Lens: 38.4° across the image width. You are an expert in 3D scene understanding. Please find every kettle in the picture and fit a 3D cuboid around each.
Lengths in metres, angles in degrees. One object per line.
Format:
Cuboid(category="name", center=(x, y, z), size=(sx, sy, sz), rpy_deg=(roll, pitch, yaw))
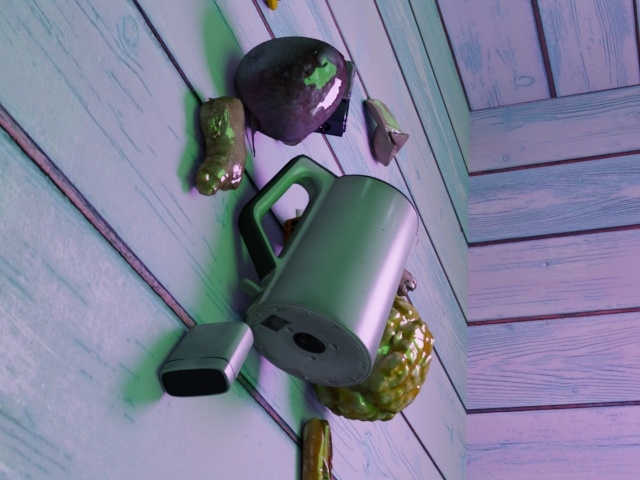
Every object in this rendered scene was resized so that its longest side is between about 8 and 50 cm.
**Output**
Cuboid(category="kettle", center=(-0.004, 0.038, 1.810), size=(0.361, 0.250, 0.377), rpy_deg=(33, 53, -9))

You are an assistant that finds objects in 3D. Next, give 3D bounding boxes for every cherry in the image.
Cuboid(category="cherry", center=(-0.065, -0.303, 1.843), size=(0.183, 0.266, 0.213), rpy_deg=(52, -3, 36))

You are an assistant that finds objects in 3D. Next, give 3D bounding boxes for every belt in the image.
Cuboid(category="belt", center=(0.013, -0.346, 2.191), size=(0.140, 0.126, 0.230), rpy_deg=(98, 3, -47))

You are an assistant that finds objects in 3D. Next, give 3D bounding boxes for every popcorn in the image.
Cuboid(category="popcorn", center=(0.113, 0.243, 2.066), size=(0.274, 0.279, 0.335), rpy_deg=(38, 58, -38))

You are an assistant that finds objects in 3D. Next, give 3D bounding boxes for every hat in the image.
Cuboid(category="hat", center=(0.171, -0.323, 2.748), size=(0.173, 0.144, 0.166), rpy_deg=(39, 23, 7))

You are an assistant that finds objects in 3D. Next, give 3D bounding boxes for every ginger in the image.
Cuboid(category="ginger", center=(-0.174, -0.158, 1.665), size=(0.137, 0.074, 0.213), rpy_deg=(39, 43, -51))

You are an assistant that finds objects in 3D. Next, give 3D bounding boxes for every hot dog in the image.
Cuboid(category="hot dog", center=(-0.004, 0.494, 1.948), size=(0.092, 0.062, 0.236), rpy_deg=(42, 46, -67))

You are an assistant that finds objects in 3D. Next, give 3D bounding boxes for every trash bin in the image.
Cuboid(category="trash bin", center=(-0.179, 0.188, 1.466), size=(0.130, 0.116, 0.059), rpy_deg=(-63, 143, -59))

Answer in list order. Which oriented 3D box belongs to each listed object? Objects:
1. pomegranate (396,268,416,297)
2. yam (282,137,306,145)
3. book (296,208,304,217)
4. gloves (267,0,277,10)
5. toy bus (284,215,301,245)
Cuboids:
Cuboid(category="pomegranate", center=(0.135, 0.036, 2.214), size=(0.248, 0.202, 0.202), rpy_deg=(50, 18, 8))
Cuboid(category="yam", center=(-0.054, -0.265, 2.042), size=(0.127, 0.084, 0.084), rpy_deg=(-59, 139, -53))
Cuboid(category="book", center=(-0.015, 0.001, 2.154), size=(0.181, 0.014, 0.127), rpy_deg=(22, 63, -68))
Cuboid(category="gloves", center=(-0.118, -0.602, 1.973), size=(0.133, 0.116, 0.294), rpy_deg=(-65, 165, -6))
Cuboid(category="toy bus", center=(0.000, 0.000, 2.050), size=(0.194, 0.088, 0.083), rpy_deg=(22, 65, -56))
